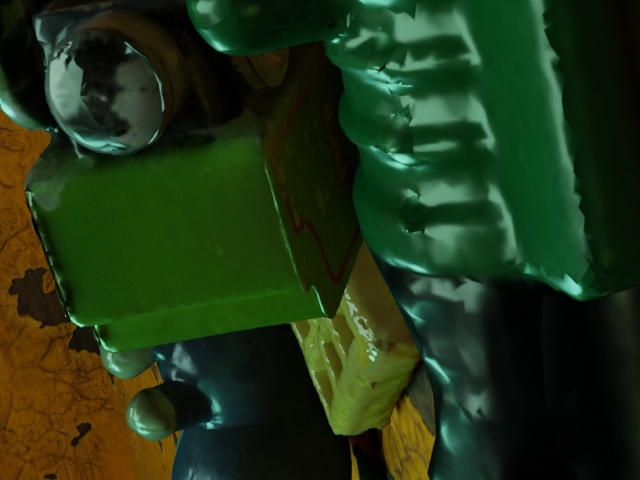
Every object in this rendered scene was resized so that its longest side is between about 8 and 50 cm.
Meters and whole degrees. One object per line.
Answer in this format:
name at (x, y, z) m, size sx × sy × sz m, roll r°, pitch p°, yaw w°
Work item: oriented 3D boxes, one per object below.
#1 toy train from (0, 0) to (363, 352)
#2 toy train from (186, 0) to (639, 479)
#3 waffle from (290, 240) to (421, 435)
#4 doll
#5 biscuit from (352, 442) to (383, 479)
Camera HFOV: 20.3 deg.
toy train at (-0.068, -0.080, 0.997) m, size 0.307 × 0.173 × 0.249 m, roll -67°, pitch -35°, yaw -64°
toy train at (0.079, -0.100, 0.355) m, size 0.178 × 0.249 × 0.429 m, roll -139°, pitch 33°, yaw -65°
waffle at (0.000, 0.000, 1.264) m, size 0.221 × 0.055 × 0.248 m, roll 105°, pitch 145°, yaw -68°
doll at (-0.058, 0.138, 1.445) m, size 0.154 × 0.228 × 0.258 m, roll 6°, pitch 116°, yaw 31°
biscuit at (0.044, 0.212, 1.468) m, size 0.046 × 0.016 × 0.089 m, roll -123°, pitch 20°, yaw -53°
